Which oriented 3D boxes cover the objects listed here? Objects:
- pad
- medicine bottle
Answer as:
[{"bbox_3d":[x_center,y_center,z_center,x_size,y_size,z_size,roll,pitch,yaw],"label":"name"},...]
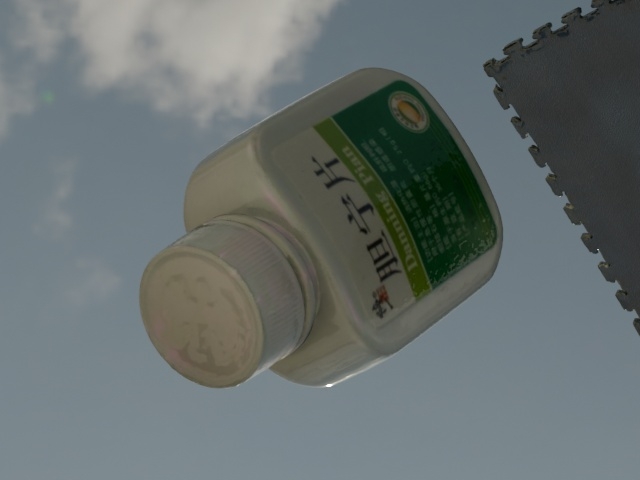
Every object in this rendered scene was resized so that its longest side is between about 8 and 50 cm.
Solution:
[{"bbox_3d":[0.257,-0.042,1.098,0.269,0.012,0.269,-24,-79,33],"label":"pad"},{"bbox_3d":[0.000,0.000,0.881,0.069,0.183,0.119,-27,-87,42],"label":"medicine bottle"}]
